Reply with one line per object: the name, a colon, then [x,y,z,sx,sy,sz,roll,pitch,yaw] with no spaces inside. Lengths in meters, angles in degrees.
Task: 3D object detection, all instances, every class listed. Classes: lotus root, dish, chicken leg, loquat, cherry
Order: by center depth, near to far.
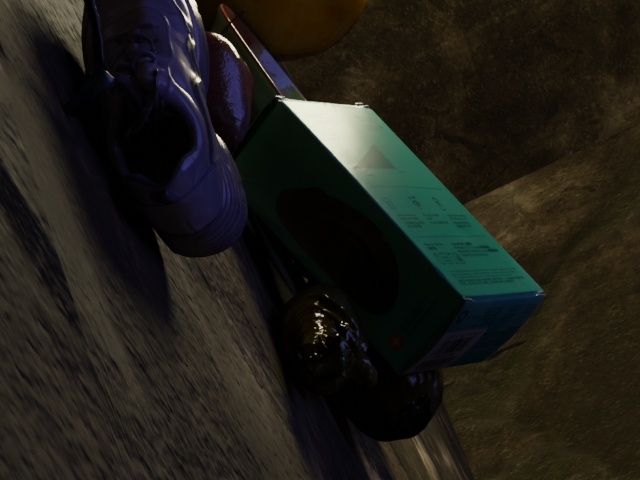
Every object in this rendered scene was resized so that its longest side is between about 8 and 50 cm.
chicken leg: [0.007,0.105,1.853,0.228,0.088,0.103,-114,-170,-76]
cherry: [-0.110,-0.147,1.864,0.126,0.087,0.106,-81,157,-49]
lotus root: [0.051,0.103,2.131,0.145,0.128,0.260,34,26,-55]
dish: [-0.068,-0.153,2.290,0.260,0.085,0.260,51,7,-9]
loquat: [-0.062,-0.351,2.478,0.263,0.263,0.263,-25,90,-86]

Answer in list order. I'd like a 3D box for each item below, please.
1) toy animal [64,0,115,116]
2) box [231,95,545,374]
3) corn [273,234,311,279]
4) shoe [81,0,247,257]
toy animal: [-0.189,-0.204,1.257,0.253,0.079,0.070,64,-2,-39]
box: [0.066,-0.007,2.042,0.311,0.118,0.205,48,21,20]
corn: [0.000,0.000,2.333,0.101,0.101,0.292,67,8,23]
shoe: [-0.126,-0.113,1.408,0.137,0.095,0.245,59,13,-76]
